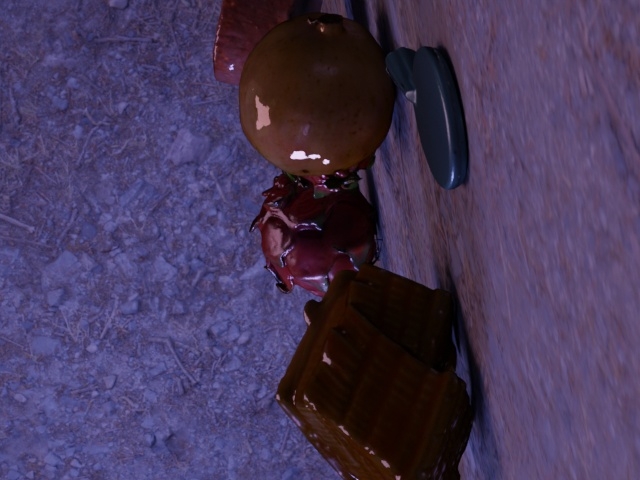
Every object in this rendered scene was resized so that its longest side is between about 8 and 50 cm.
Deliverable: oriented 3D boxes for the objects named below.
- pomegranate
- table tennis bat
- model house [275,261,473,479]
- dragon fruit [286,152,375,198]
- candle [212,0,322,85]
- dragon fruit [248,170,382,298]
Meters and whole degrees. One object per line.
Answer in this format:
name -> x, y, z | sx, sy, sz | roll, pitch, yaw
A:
pomegranate -> -0.005, -0.169, 1.446 | 0.191, 0.191, 0.191 | 169, 90, -87
table tennis bat -> 0.093, -0.124, 1.118 | 0.201, 0.033, 0.124 | -110, 11, -59
model house -> 0.081, 0.154, 1.296 | 0.219, 0.199, 0.229 | 40, 163, -21
dragon fruit -> 0.014, -0.169, 1.684 | 0.137, 0.135, 0.236 | 83, -165, -68
candle -> -0.064, -0.352, 1.673 | 0.317, 0.131, 0.287 | -73, -4, -56
dragon fruit -> 0.000, 0.000, 1.966 | 0.193, 0.192, 0.274 | -133, 20, -70
